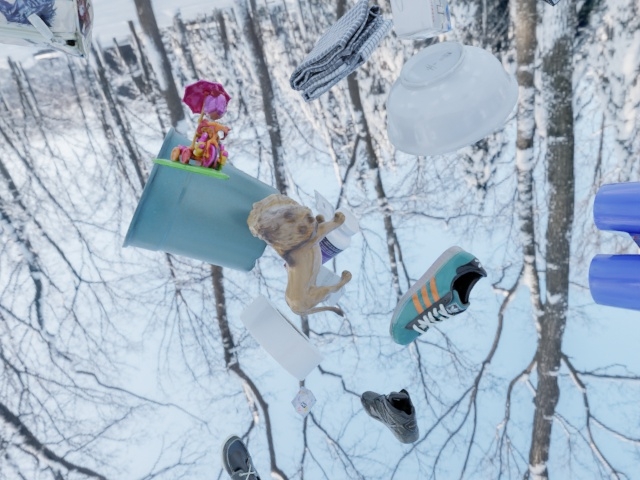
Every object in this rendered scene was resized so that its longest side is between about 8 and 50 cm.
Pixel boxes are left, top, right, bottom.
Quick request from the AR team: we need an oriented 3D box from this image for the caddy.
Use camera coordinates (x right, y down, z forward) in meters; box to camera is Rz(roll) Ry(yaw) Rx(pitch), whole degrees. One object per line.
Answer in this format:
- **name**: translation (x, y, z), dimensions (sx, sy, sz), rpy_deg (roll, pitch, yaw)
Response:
- **caddy**: translation (0.605, 0.016, 0.845), dimensions (0.179, 0.241, 0.341), rpy_deg (2, 178, 43)

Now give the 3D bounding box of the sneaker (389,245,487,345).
- **sneaker**: translation (0.295, 0.158, 1.221), dimensions (0.302, 0.108, 0.121), rpy_deg (-54, -141, 7)

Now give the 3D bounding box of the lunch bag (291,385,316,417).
- **lunch bag**: translation (-0.054, 0.544, 1.624), dimensions (0.071, 0.053, 0.083), rpy_deg (-55, -151, 2)

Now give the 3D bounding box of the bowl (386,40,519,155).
- **bowl**: translation (0.262, -0.332, 1.050), dimensions (0.298, 0.134, 0.297), rpy_deg (-20, -137, 20)

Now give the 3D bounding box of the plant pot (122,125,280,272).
- **plant pot**: translation (-0.306, -0.084, 1.311), dimensions (0.334, 0.341, 0.341), rpy_deg (21, -163, -18)

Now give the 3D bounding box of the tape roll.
- **tape roll**: translation (-0.120, 0.296, 1.493), dimensions (0.100, 0.286, 0.286), rpy_deg (-45, -149, -6)

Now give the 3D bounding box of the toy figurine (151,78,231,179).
- **toy figurine**: translation (-0.196, -0.192, 0.816), dimensions (0.130, 0.159, 0.173), rpy_deg (11, -175, -37)

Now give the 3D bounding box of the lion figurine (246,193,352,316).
- **lion figurine**: translation (-0.044, 0.062, 1.212), dimensions (0.142, 0.392, 0.240), rpy_deg (3, -159, 44)

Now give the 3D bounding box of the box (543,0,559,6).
- **box**: translation (0.305, -0.371, 0.661), dimensions (0.052, 0.062, 0.083), rpy_deg (-42, -143, 22)

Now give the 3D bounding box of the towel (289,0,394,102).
- **towel**: translation (0.051, -0.559, 1.422), dimensions (0.284, 0.121, 0.235), rpy_deg (-17, -145, 53)

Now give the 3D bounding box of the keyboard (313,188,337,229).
- **keyboard**: translation (0.013, -0.101, 1.500), dimensions (0.014, 0.072, 0.256), rpy_deg (-8, -161, -11)

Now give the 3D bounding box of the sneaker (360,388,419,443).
- **sneaker**: translation (0.193, 0.460, 1.372), dimensions (0.087, 0.130, 0.227), rpy_deg (-11, -163, -25)

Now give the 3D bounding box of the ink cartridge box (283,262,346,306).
- **ink cartridge box**: translation (-0.016, 0.118, 1.491), dimensions (0.175, 0.127, 0.072), rpy_deg (32, -107, 21)

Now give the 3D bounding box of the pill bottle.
- **pill bottle**: translation (0.000, 0.000, 2.010), dimensions (0.323, 0.181, 0.181), rpy_deg (-35, -166, 26)

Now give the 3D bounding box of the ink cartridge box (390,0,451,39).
- **ink cartridge box**: translation (0.232, -0.550, 1.117), dimensions (0.086, 0.148, 0.203), rpy_deg (-4, -162, 28)

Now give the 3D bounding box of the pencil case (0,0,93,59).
- **pencil case**: translation (-0.601, -0.399, 0.800), dimensions (0.411, 0.160, 0.183), rpy_deg (-5, -131, -22)

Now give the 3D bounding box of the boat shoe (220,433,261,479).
- **boat shoe**: translation (-0.198, 0.611, 1.278), dimensions (0.079, 0.233, 0.084), rpy_deg (5, -154, 41)
